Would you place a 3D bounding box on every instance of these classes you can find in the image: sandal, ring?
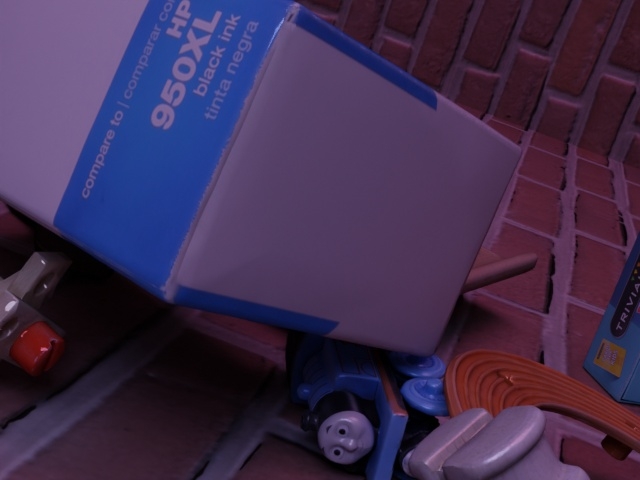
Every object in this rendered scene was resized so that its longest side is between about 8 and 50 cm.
[{"bbox_3d":[-0.222,-0.034,0.956,0.090,0.060,0.219,12,17,-24],"label":"sandal"},{"bbox_3d":[0.212,0.185,0.683,0.336,0.032,0.336,31,17,-11],"label":"ring"}]

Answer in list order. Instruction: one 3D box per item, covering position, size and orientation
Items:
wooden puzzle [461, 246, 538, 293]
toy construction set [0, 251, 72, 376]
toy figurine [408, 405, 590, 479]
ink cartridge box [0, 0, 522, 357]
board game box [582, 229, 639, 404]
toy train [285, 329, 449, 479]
[{"bbox_3d":[0.000,0.000,1.072,0.348,0.080,0.322,24,16,26],"label":"wooden puzzle"},{"bbox_3d":[-0.304,-0.007,0.624,0.327,0.215,0.151,26,61,5],"label":"toy construction set"},{"bbox_3d":[0.020,0.168,0.324,0.148,0.213,0.209,62,10,-8],"label":"toy figurine"},{"bbox_3d":[-0.111,-0.086,0.739,0.395,0.166,0.285,26,4,35],"label":"ink cartridge box"},{"bbox_3d":[0.459,0.057,1.073,0.336,0.254,0.079,13,17,-19],"label":"board game box"},{"bbox_3d":[0.032,0.105,0.772,0.105,0.080,0.184,7,22,-10],"label":"toy train"}]
